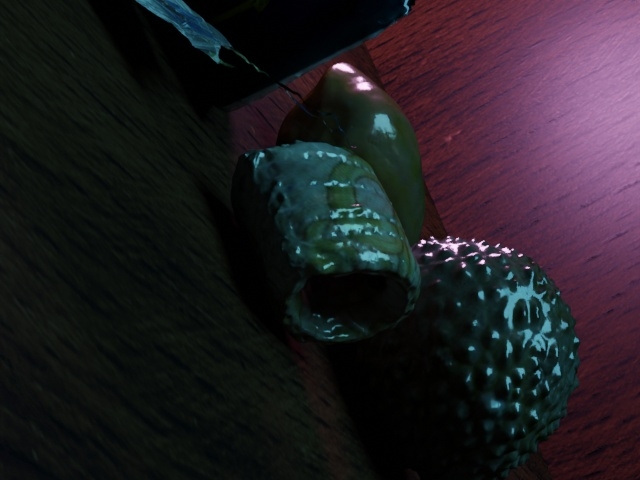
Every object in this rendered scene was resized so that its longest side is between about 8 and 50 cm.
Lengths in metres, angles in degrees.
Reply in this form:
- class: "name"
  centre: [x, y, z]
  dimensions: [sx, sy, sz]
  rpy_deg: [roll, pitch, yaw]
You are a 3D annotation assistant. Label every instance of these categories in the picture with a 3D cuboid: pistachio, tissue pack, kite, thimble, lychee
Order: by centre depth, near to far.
- class: "kite"
  centre: [-0.093, -0.170, 1.302]
  dimensions: [0.310, 0.015, 0.169]
  rpy_deg: [38, 14, 0]
- class: "thimble"
  centre: [0.000, 0.000, 1.338]
  dimensions: [0.190, 0.137, 0.143]
  rpy_deg: [38, 26, -55]
- class: "tissue pack"
  centre: [-0.091, -0.372, 1.482]
  dimensions: [0.416, 0.253, 0.264]
  rpy_deg: [60, 10, -12]
- class: "lychee"
  centre: [0.143, 0.124, 1.545]
  dimensions: [0.255, 0.255, 0.274]
  rpy_deg: [53, 46, -50]
- class: "pistachio"
  centre: [0.051, -0.081, 1.771]
  dimensions: [0.260, 0.163, 0.212]
  rpy_deg: [57, 45, -47]
